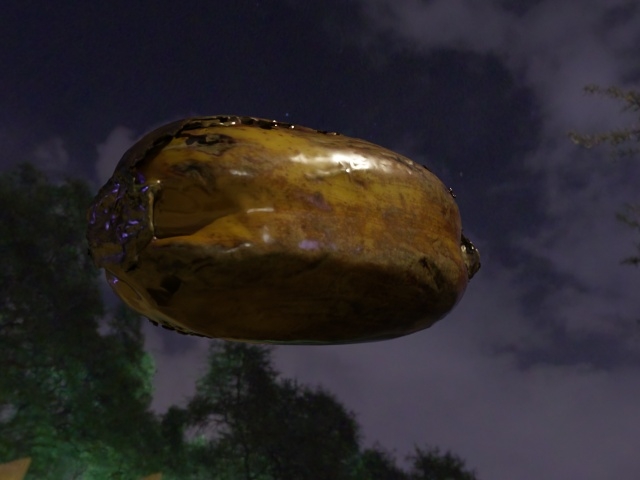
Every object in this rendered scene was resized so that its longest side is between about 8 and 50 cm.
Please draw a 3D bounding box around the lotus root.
[{"bbox_3d":[0.000,0.000,0.502,0.397,0.196,0.179,9,-3,-38],"label":"lotus root"}]
